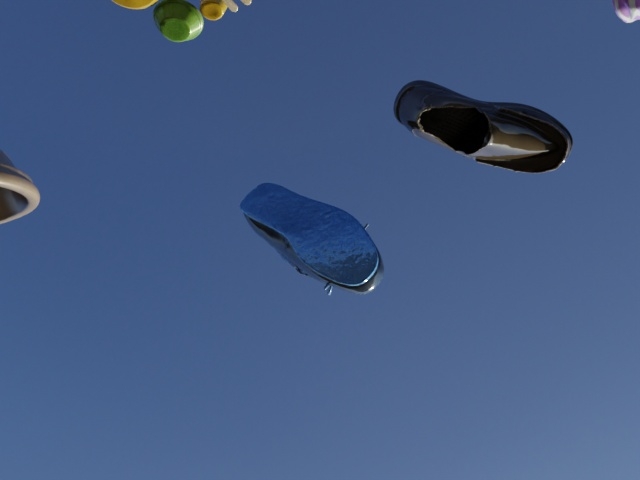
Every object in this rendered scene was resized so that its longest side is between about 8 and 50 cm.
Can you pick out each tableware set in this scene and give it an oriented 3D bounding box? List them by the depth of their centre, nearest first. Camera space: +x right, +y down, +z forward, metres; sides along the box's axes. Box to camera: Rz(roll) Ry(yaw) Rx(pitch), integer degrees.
[{"bbox_3d":[-0.118,-0.203,0.647,0.104,0.024,0.154,-23,-48,32],"label":"tableware set"}]

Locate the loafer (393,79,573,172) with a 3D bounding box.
[{"bbox_3d":[0.191,-0.119,1.101,0.220,0.078,0.080,12,-64,-10],"label":"loafer"}]

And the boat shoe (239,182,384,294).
[{"bbox_3d":[0.000,0.000,1.251,0.109,0.258,0.089,-39,-45,-10],"label":"boat shoe"}]

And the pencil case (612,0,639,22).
[{"bbox_3d":[0.441,-0.306,1.096,0.206,0.086,0.088,-1,-80,36],"label":"pencil case"}]

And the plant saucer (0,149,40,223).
[{"bbox_3d":[-0.351,-0.036,0.699,0.278,0.278,0.041,-10,-97,18],"label":"plant saucer"}]
